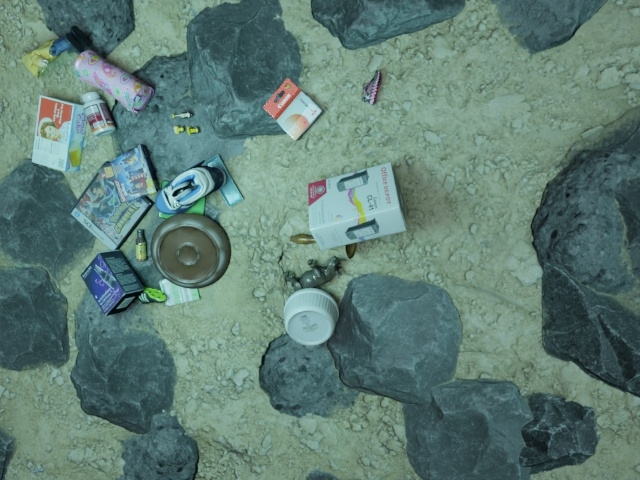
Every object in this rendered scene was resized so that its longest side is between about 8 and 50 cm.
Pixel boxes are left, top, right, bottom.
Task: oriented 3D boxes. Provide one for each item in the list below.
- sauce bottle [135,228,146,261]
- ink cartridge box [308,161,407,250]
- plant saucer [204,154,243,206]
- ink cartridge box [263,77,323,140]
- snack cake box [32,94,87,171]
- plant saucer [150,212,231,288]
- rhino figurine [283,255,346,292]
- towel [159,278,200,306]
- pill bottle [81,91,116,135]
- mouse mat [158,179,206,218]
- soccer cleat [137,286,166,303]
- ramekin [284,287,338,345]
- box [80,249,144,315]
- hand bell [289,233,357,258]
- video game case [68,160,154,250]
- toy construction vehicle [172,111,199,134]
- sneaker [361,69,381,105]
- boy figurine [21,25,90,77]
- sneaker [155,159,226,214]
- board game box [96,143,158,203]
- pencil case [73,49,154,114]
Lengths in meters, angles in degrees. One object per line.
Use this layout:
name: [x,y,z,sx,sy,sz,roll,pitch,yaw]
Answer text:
sauce bottle: [-0.715,0.019,1.981,0.042,0.042,0.128,2,102,11]
ink cartridge box: [0.120,-0.117,1.692,0.307,0.226,0.131,-15,139,14]
plant saucer: [-0.363,-0.224,1.881,0.067,0.018,0.192,-28,93,15]
ink cartridge box: [-0.101,-0.468,1.772,0.179,0.045,0.145,43,104,-2]
snack cake box: [-1.014,-0.414,1.937,0.152,0.089,0.264,17,103,10]
plant saucer: [-0.502,0.048,1.910,0.311,0.050,0.310,0,106,-1]
rhino figurine: [-0.011,0.122,1.844,0.243,0.073,0.106,-26,113,14]
towel: [-0.564,0.199,1.994,0.152,0.023,0.113,-12,98,13]
pill bottle: [-0.846,-0.480,1.893,0.086,0.086,0.151,-18,96,14]
mouse mat: [-0.537,-0.145,1.935,0.190,0.007,0.152,12,102,8]
soccer cleat: [-0.689,0.226,2.001,0.179,0.060,0.072,15,119,24]
ramekin: [-0.037,0.289,1.832,0.207,0.109,0.207,2,119,4]
box: [-0.820,0.164,1.963,0.153,0.108,0.207,-44,76,23]
hand bell: [0.000,0.000,1.822,0.242,0.126,0.126,2,101,23]
video game case: [-0.833,-0.130,1.980,0.248,0.035,0.275,43,105,1]
toy construction vehicle: [-0.503,-0.439,1.865,0.098,0.035,0.085,-4,110,14]
sneaker: [0.173,-0.528,1.710,0.057,0.047,0.119,20,102,19]
boy figurine: [-1.005,-0.691,1.857,0.285,0.177,0.092,-19,133,23]
sneaker: [-0.514,-0.174,1.795,0.323,0.236,0.130,-22,96,18]
board game box: [-0.738,-0.246,1.902,0.194,0.060,0.194,-17,92,2]
pencil case: [-0.763,-0.584,1.840,0.284,0.124,0.124,32,104,2]
